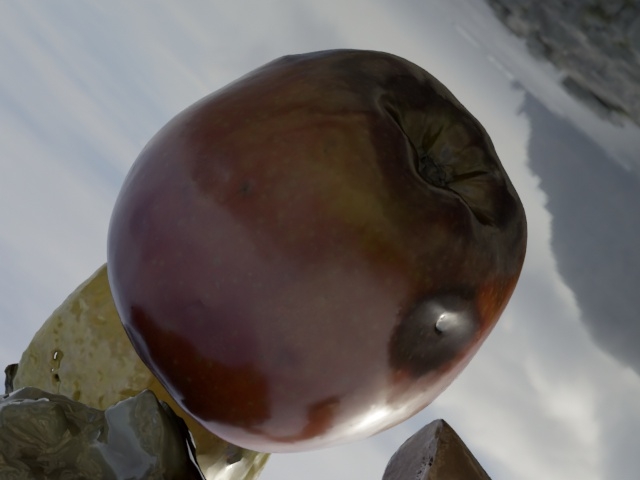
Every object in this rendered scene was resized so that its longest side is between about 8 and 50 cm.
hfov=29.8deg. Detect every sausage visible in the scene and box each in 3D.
[{"bbox_3d":[0.166,0.331,1.376,0.253,0.123,0.123,53,-174,-18],"label":"sausage"}]

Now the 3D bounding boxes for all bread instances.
[{"bbox_3d":[-0.123,0.119,0.909,0.170,0.197,0.197,28,-178,28],"label":"bread"}]

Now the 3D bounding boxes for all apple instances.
[{"bbox_3d":[0.000,0.000,0.683,0.230,0.230,0.230,41,-170,-9],"label":"apple"}]

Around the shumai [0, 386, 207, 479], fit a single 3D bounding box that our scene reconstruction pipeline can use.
[{"bbox_3d":[-0.165,0.198,0.674,0.346,0.283,0.217,62,-172,7],"label":"shumai"}]
